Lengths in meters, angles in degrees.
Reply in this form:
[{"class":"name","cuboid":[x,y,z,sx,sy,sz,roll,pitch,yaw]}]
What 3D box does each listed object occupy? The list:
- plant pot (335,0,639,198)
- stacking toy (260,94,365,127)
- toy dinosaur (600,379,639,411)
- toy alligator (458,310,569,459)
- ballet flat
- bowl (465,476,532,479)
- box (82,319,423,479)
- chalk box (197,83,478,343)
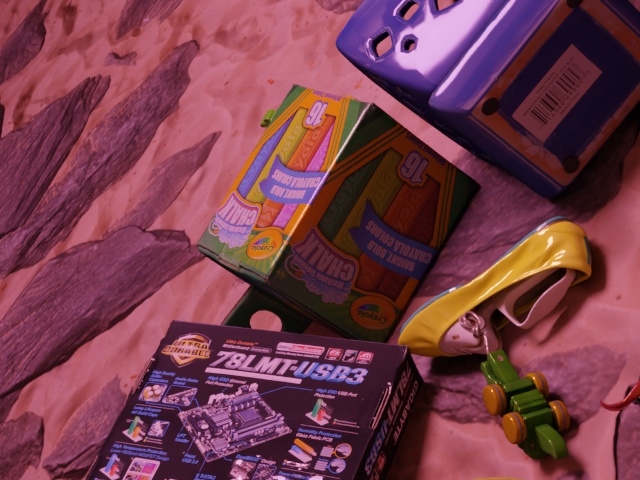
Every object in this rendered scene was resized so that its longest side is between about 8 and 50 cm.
[{"class":"plant pot","cuboid":[0.199,-0.195,1.495,0.236,0.236,0.212,-51,39,8]},{"class":"stacking toy","cuboid":[-0.034,-0.095,1.878,0.221,0.052,0.167,-3,58,54]},{"class":"toy dinosaur","cuboid":[0.296,0.115,1.242,0.047,0.090,0.082,49,135,41]},{"class":"toy alligator","cuboid":[0.178,0.146,1.368,0.189,0.056,0.051,-122,27,-43]},{"class":"ballet flat","cuboid":[0.173,0.066,1.442,0.231,0.077,0.077,-38,51,23]},{"class":"bowl","cuboid":[0.140,0.340,1.128,0.156,0.289,0.289,88,-159,-68]},{"class":"box","cuboid":[-0.080,0.222,1.483,0.296,0.073,0.293,5,48,27]},{"class":"chalk box","cuboid":[0.000,0.000,1.625,0.179,0.180,0.289,22,81,57]}]
